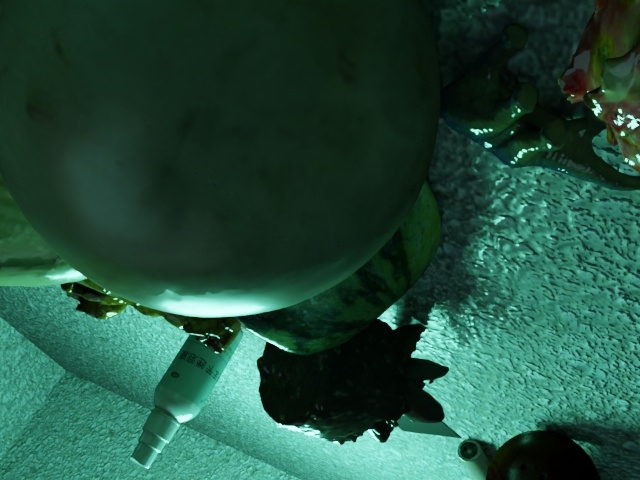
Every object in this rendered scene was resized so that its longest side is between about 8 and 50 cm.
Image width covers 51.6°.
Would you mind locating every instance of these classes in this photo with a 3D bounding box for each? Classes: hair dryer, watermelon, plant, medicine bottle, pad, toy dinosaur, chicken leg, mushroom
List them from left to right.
[{"bbox_3d":[-0.325,0.066,1.139,0.409,0.182,0.295,35,132,-3],"label":"chicken leg"},{"bbox_3d":[-0.301,0.329,1.458,0.110,0.352,0.110,23,152,13],"label":"medicine bottle"},{"bbox_3d":[-0.083,-0.117,0.562,0.362,0.362,0.295,48,-172,-31],"label":"mushroom"},{"bbox_3d":[0.000,0.000,0.804,0.213,0.262,0.201,46,177,-35],"label":"watermelon"},{"bbox_3d":[0.054,0.217,1.009,0.194,0.182,0.320,-31,146,30],"label":"plant"},{"bbox_3d":[0.203,0.395,1.458,0.127,0.004,0.190,42,150,-21],"label":"pad"},{"bbox_3d":[0.166,-0.099,0.619,0.247,0.075,0.188,31,163,-14],"label":"toy dinosaur"},{"bbox_3d":[0.412,0.498,1.373,0.220,0.054,0.195,5,143,39],"label":"hair dryer"}]

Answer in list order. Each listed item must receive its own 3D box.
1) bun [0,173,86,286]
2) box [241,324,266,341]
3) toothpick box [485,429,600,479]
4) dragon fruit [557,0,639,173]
[{"bbox_3d":[-0.332,-0.105,0.798,0.364,0.364,0.202,24,165,11],"label":"bun"},{"bbox_3d":[-0.072,0.079,1.100,0.197,0.089,0.313,32,153,1],"label":"box"},{"bbox_3d":[0.417,0.464,1.171,0.192,0.192,0.294,4,148,41],"label":"toothpick box"},{"bbox_3d":[0.268,-0.082,0.358,0.268,0.205,0.210,49,142,-4],"label":"dragon fruit"}]
